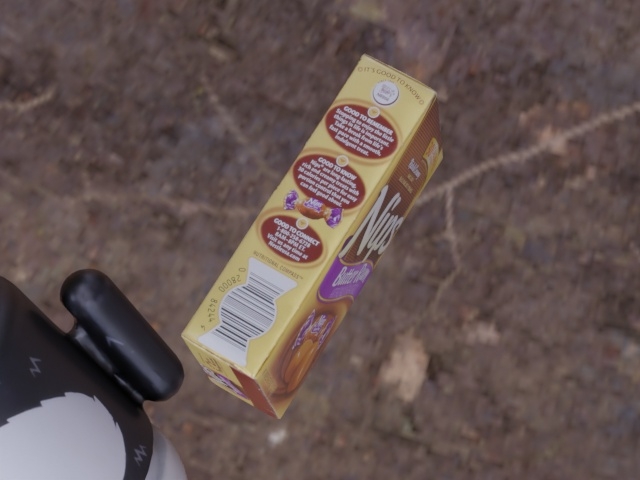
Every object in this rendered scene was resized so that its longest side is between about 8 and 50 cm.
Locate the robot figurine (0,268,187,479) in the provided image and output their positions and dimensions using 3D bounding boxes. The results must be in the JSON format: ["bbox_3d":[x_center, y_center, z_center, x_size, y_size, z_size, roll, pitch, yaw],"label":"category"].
[{"bbox_3d":[-0.205,0.132,1.206,0.209,0.173,0.278,-27,122,25],"label":"robot figurine"}]

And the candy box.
[{"bbox_3d":[0.000,0.000,1.065,0.053,0.186,0.109,28,168,13],"label":"candy box"}]
